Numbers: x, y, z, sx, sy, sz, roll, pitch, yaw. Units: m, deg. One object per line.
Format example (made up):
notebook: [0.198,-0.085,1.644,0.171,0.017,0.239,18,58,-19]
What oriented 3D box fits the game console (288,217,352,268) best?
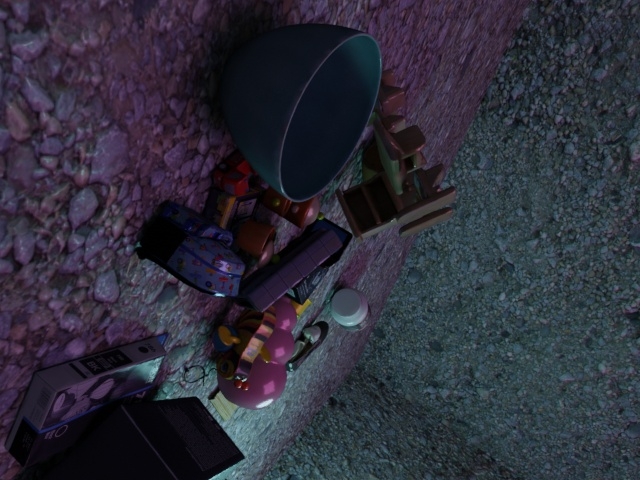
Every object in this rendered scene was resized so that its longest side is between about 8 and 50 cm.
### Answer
game console: [0.000,0.000,1.407,0.124,0.144,0.085,-31,146,-54]

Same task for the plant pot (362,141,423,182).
plant pot: [0.238,-0.218,1.602,0.237,0.237,0.254,-55,146,-10]

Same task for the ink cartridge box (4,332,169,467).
ink cartridge box: [-0.416,0.293,0.930,0.165,0.065,0.333,-63,162,12]

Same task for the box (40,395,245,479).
box: [-0.382,0.523,1.023,0.293,0.212,0.395,-44,164,-7]

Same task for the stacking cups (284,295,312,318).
stacking cups: [-0.156,0.304,1.566,0.316,0.096,0.096,-53,161,-14]

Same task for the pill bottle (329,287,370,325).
pill bottle: [0.139,0.319,2.216,0.176,0.176,0.318,-56,161,-9]

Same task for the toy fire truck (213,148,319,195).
toy fire truck: [-0.100,-0.145,0.935,0.192,0.135,0.047,-48,159,-29]

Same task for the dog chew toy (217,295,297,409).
dog chew toy: [-0.170,0.320,1.405,0.331,0.207,0.206,-68,163,-7]

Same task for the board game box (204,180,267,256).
board game box: [-0.192,-0.034,1.006,0.141,0.048,0.170,-24,140,-61]

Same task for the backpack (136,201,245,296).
backpack: [-0.212,0.026,0.857,0.116,0.173,0.158,-58,161,0]

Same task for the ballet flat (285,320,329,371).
ballet flat: [-0.060,0.442,2.041,0.280,0.095,0.096,-49,147,-26]

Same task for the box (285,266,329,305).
box: [-0.055,0.099,1.505,0.158,0.093,0.156,-53,161,-20]

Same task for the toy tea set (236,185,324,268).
toy tea set: [-0.070,-0.048,1.066,0.200,0.124,0.336,110,5,-51]

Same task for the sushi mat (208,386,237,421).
sushi mat: [-0.308,0.540,1.665,0.151,0.019,0.316,-50,160,-26]

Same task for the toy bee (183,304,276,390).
toy bee: [-0.203,0.301,1.233,0.195,0.162,0.298,11,111,-42]

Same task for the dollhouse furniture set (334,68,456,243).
dollhouse furniture set: [0.159,-0.166,1.280,0.257,0.362,0.394,-24,161,5]

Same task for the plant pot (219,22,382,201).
plant pot: [-0.054,-0.239,0.808,0.290,0.195,0.290,-49,160,-25]

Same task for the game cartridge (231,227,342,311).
game cartridge: [-0.096,0.069,1.107,0.230,0.068,0.355,-43,-173,-17]

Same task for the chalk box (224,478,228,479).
chalk box: [-0.375,0.823,1.506,0.179,0.289,0.180,-47,158,-32]
